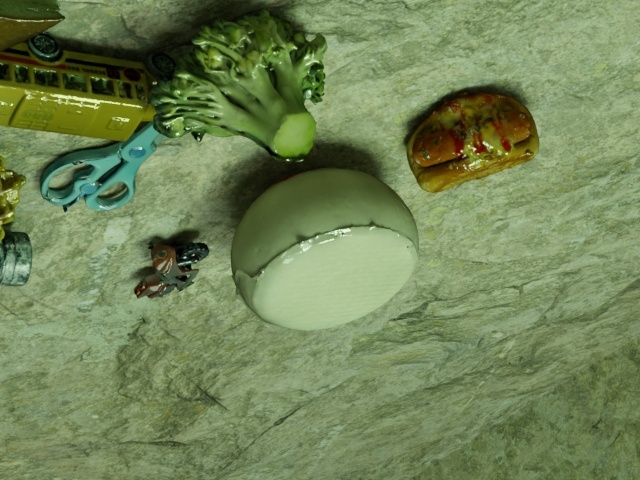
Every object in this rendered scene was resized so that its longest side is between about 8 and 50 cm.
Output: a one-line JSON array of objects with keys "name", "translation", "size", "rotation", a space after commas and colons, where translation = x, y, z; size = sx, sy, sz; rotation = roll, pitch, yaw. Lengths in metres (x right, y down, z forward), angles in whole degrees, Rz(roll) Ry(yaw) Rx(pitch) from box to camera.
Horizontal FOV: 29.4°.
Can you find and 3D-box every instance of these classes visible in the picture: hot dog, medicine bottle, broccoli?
[{"name": "hot dog", "translation": [0.289, -0.194, 2.320], "size": [0.257, 0.150, 0.153], "rotation": [-19, 160, 2]}, {"name": "medicine bottle", "translation": [-0.668, 0.028, 2.170], "size": [0.293, 0.141, 0.141], "rotation": [2, 144, -32]}, {"name": "broccoli", "translation": [-0.108, -0.232, 1.926], "size": [0.288, 0.245, 0.248], "rotation": [-50, 145, -3]}]

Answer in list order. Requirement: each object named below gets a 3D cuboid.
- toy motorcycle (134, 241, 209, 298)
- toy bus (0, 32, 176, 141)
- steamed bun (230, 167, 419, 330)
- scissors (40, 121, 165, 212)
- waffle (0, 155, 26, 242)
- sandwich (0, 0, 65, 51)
[{"name": "toy motorcycle", "translation": [-0.316, 0.060, 2.470], "size": [0.118, 0.084, 0.212], "rotation": [-3, 152, -39]}, {"name": "toy bus", "translation": [-0.380, -0.234, 1.913], "size": [0.336, 0.123, 0.121], "rotation": [5, 143, -34]}, {"name": "steamed bun", "translation": [0.000, 0.000, 2.376], "size": [0.375, 0.241, 0.374], "rotation": [-13, 144, -9]}, {"name": "scissors", "translation": [-0.334, -0.162, 2.143], "size": [0.393, 0.032, 0.180], "rotation": [-36, 145, 29]}, {"name": "waffle", "translation": [-0.647, -0.061, 2.013], "size": [0.301, 0.058, 0.281], "rotation": [5, 112, -23]}, {"name": "sandwich", "translation": [-0.503, -0.312, 1.750], "size": [0.258, 0.094, 0.096], "rotation": [-22, 154, 4]}]
